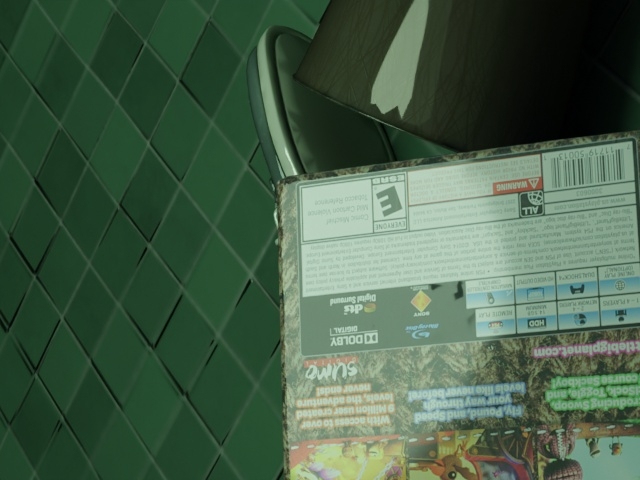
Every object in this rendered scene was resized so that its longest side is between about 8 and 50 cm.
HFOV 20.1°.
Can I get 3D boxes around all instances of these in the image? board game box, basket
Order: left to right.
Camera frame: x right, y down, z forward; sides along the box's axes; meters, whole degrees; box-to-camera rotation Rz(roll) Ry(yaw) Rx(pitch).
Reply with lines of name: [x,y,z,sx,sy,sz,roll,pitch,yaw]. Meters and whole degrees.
basket: [0.100,-0.178,1.140,0.204,0.154,0.227,30,103,49]
board game box: [0.110,0.102,1.034,0.232,0.141,0.291,-6,79,26]

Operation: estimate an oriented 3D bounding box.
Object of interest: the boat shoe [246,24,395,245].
boat shoe: [0.000,0.000,1.251,0.099,0.116,0.319,-36,64,36]
